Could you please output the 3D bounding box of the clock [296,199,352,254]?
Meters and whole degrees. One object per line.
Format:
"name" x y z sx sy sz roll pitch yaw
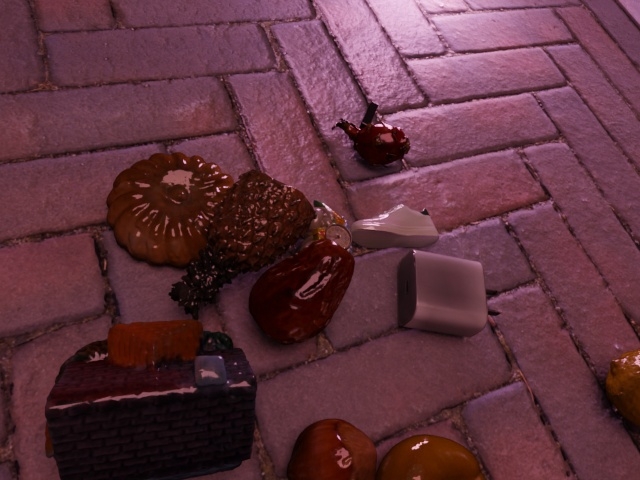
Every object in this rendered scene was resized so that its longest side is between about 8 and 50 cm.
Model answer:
"clock" 0.000 0.000 1.245 0.144 0.103 0.230 6 61 -23

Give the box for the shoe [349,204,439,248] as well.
"shoe" 0.190 -0.043 1.334 0.265 0.095 0.110 6 60 -23

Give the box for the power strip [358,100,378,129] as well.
"power strip" 0.150 -0.382 1.543 0.029 0.038 0.111 25 59 -2

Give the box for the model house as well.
"model house" -0.304 0.265 0.872 0.361 0.339 0.297 -1 64 -16

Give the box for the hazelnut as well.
"hazelnut" 0.022 0.437 0.967 0.182 0.182 0.182 7 60 -12

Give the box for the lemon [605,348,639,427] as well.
"lemon" 0.817 0.370 1.218 0.231 0.192 0.192 42 59 13

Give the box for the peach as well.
"peach" 0.226 0.517 0.993 0.252 0.153 0.250 4 67 -11

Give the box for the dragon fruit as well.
"dragon fruit" 0.141 -0.297 1.453 0.246 0.125 0.125 31 70 19

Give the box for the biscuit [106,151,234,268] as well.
"biscuit" -0.346 -0.090 1.201 0.326 0.107 0.325 6 58 -9

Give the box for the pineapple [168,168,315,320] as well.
"pineapple" -0.181 0.014 1.092 0.202 0.202 0.362 37 78 6

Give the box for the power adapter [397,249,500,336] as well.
"power adapter" 0.330 0.138 1.251 0.256 0.124 0.186 11 61 -11

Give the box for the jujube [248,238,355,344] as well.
"jujube" -0.038 0.108 1.105 0.190 0.190 0.255 39 83 7
